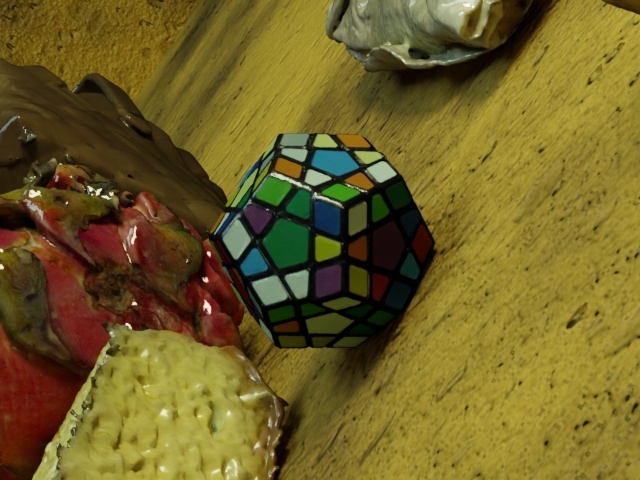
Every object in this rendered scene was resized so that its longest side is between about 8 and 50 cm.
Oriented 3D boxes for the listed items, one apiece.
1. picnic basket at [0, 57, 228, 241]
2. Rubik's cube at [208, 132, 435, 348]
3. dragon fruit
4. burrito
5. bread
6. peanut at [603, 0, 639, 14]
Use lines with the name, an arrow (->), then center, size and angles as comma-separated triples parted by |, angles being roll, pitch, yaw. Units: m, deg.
picnic basket -> -0.230, -0.009, 1.391 | 0.254, 0.291, 0.321 | -56, 25, 5
Rubik's cube -> 0.000, 0.000, 0.932 | 0.133, 0.133, 0.112 | -77, -5, -57
dragon fruit -> -0.186, 0.079, 1.122 | 0.269, 0.250, 0.291 | -27, -4, 38
burrito -> 0.074, -0.177, 1.171 | 0.117, 0.076, 0.392 | -58, 13, -3
bread -> -0.113, 0.167, 0.909 | 0.134, 0.129, 0.260 | -57, 10, 30
peanut -> 0.175, -0.169, 0.712 | 0.159, 0.109, 0.140 | -43, 19, 50
